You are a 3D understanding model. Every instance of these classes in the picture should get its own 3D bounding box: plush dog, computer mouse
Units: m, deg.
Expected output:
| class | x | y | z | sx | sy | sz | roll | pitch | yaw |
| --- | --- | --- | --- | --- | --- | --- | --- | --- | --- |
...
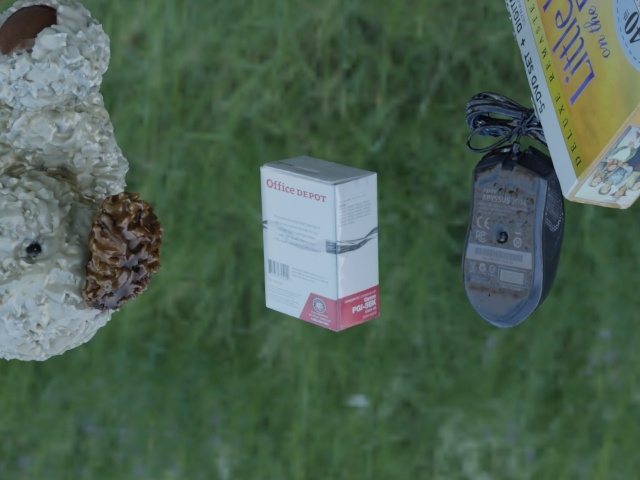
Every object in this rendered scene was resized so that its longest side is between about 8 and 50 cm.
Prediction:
| class | x | y | z | sx | sy | sz | roll | pitch | yaw |
| --- | --- | --- | --- | --- | --- | --- | --- | --- | --- |
| plush dog | -0.216 | -0.015 | 1.154 | 0.262 | 0.225 | 0.210 | -25 | 147 | 24 |
| computer mouse | 0.245 | -0.031 | 1.854 | 0.188 | 0.272 | 0.072 | 17 | -167 | 40 |

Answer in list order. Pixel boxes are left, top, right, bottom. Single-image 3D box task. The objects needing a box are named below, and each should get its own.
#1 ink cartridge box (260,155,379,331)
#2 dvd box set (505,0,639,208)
| class | x | y | z | sx | sy | sz | roll | pitch | yaw |
| --- | --- | --- | --- | --- | --- | --- | --- | --- | --- |
| ink cartridge box | 0.000 | 0.000 | 1.378 | 0.056 | 0.135 | 0.099 | -17 | -156 | -40 |
| dvd box set | 0.254 | -0.267 | 1.057 | 0.062 | 0.307 | 0.420 | 7 | 142 | -21 |
